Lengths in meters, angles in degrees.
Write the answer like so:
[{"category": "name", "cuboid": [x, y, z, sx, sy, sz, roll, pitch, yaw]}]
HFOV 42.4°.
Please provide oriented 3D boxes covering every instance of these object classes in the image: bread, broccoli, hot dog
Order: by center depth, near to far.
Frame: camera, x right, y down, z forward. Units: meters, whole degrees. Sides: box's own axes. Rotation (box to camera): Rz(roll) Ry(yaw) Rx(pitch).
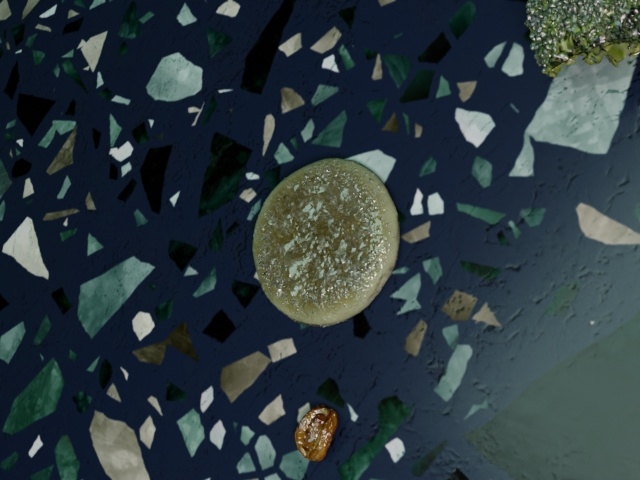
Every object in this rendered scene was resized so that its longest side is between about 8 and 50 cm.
[{"category": "broccoli", "cuboid": [0.365, -0.300, 1.027, 0.198, 0.176, 0.226, 27, 104, 50]}, {"category": "hot dog", "cuboid": [-0.005, 0.285, 1.216, 0.058, 0.035, 0.083, 24, 93, 36]}, {"category": "bread", "cuboid": [0.000, 0.000, 1.269, 0.267, 0.040, 0.267, -6, 77, 30]}]
